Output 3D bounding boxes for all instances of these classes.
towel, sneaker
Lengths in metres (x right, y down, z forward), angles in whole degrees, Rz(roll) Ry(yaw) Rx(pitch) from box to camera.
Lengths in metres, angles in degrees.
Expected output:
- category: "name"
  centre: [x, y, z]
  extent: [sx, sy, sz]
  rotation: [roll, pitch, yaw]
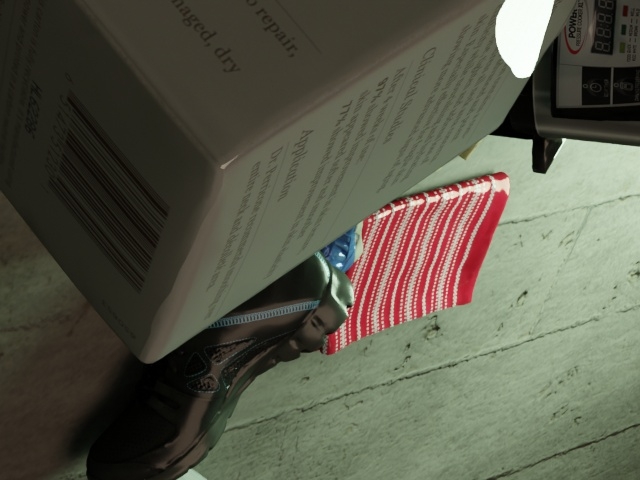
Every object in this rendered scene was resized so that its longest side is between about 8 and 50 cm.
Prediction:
- category: "towel"
  centre: [0.111, 0.025, 2.183]
  extent: [0.275, 0.031, 0.199]
  rotation: [-17, 134, -44]
- category: "sneaker"
  centre: [0.001, 0.000, 1.977]
  extent: [0.084, 0.058, 0.152]
  rotation: [-49, 157, -21]
- category: "sneaker"
  centre: [-0.130, 0.118, 1.905]
  extent: [0.341, 0.125, 0.140]
  rotation: [-45, 122, -6]

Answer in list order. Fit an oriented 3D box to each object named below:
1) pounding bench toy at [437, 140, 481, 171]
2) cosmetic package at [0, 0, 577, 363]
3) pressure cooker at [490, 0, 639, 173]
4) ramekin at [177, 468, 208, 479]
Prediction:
- category: "pounding bench toy"
  centre: [0.138, -0.120, 2.040]
  extent: [0.083, 0.052, 0.065]
  rotation: [-53, 150, 2]
- category: "cosmetic package"
  centre: [-0.054, -0.186, 1.359]
  extent: [0.393, 0.327, 0.329]
  rotation: [-34, 166, -28]
- category: "pressure cooker"
  centre: [0.296, -0.264, 1.759]
  extent: [0.375, 0.420, 0.370]
  rotation: [67, 33, -67]
- category: "ramekin"
  centre: [-0.191, 0.378, 2.046]
  extent: [0.277, 0.135, 0.277]
  rotation: [-34, 146, -27]
